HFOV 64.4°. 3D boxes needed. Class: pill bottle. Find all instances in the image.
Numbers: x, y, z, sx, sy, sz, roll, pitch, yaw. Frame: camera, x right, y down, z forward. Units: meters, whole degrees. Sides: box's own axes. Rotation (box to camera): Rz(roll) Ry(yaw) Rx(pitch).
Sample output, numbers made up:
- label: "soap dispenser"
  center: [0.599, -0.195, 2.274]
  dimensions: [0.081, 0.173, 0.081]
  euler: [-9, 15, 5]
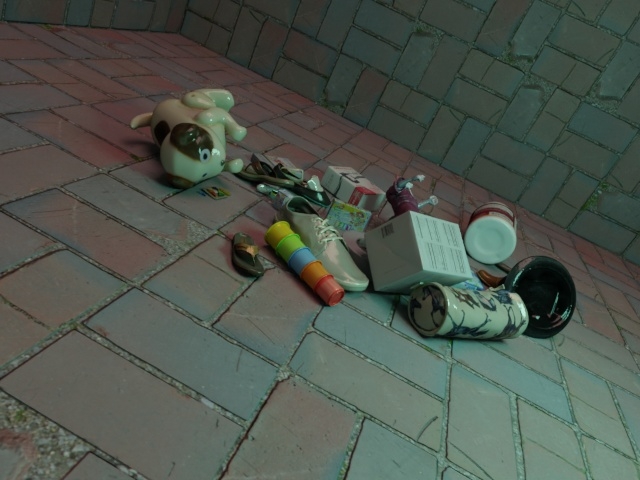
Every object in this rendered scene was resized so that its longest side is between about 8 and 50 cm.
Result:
- label: "pill bottle"
  center: [0.809, -0.052, 2.405]
  dimensions: [0.224, 0.223, 0.392]
  euler: [31, 25, 10]

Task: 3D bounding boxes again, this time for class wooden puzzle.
- label: "wooden puzzle"
  center: [-0.368, -0.168, 1.775]
  dimensions: [0.079, 0.014, 0.116]
  euler: [31, 26, 11]

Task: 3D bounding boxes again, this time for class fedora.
- label: "fedora"
  center: [0.784, 0.205, 1.905]
  dimensions: [0.334, 0.333, 0.152]
  euler: [16, -4, -20]

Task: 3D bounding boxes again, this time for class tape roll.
- label: "tape roll"
  center: [0.161, 0.052, 1.772]
  dimensions: [0.219, 0.072, 0.219]
  euler: [21, 24, -10]

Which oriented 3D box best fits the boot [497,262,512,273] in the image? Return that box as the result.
- label: "boot"
  center: [0.841, 0.134, 2.290]
  dimensions: [0.114, 0.037, 0.106]
  euler: [40, 15, 22]

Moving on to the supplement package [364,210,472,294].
- label: "supplement package"
  center: [0.313, 0.050, 1.637]
  dimensions: [0.263, 0.199, 0.197]
  euler: [11, 61, -41]

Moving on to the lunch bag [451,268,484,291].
- label: "lunch bag"
  center: [0.484, 0.137, 1.895]
  dimensions: [0.219, 0.090, 0.176]
  euler: [21, 22, -13]

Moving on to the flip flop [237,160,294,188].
- label: "flip flop"
  center: [-0.219, -0.265, 1.975]
  dimensions: [0.277, 0.080, 0.112]
  euler: [19, 13, 29]

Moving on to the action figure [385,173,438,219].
- label: "action figure"
  center: [0.340, -0.118, 2.040]
  dimensions: [0.248, 0.276, 0.370]
  euler: [45, 19, -42]

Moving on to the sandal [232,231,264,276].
- label: "sandal"
  center: [-0.209, 0.028, 1.483]
  dimensions: [0.090, 0.060, 0.219]
  euler: [15, 27, -22]

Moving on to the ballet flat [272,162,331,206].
- label: "ballet flat"
  center: [-0.072, -0.234, 2.082]
  dimensions: [0.281, 0.096, 0.095]
  euler: [24, 24, -4]

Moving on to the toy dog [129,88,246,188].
- label: "toy dog"
  center: [-0.447, -0.357, 1.764]
  dimensions: [0.396, 0.284, 0.407]
  euler: [13, 30, -25]

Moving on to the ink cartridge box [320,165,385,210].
- label: "ink cartridge box"
  center: [0.143, -0.234, 2.279]
  dimensions: [0.237, 0.100, 0.172]
  euler: [41, 28, 30]

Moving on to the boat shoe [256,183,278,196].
- label: "boat shoe"
  center: [-0.198, -0.188, 1.951]
  dimensions: [0.100, 0.035, 0.035]
  euler: [17, 23, -33]

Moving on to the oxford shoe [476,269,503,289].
- label: "oxford shoe"
  center: [0.741, 0.173, 2.079]
  dimensions: [0.212, 0.076, 0.076]
  euler: [34, 28, 22]

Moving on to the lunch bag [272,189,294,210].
- label: "lunch bag"
  center: [-0.128, -0.139, 1.873]
  dimensions: [0.083, 0.071, 0.053]
  euler: [38, 26, 23]

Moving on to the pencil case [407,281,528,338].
- label: "pencil case"
  center: [0.469, 0.221, 1.621]
  dimensions: [0.411, 0.159, 0.183]
  euler: [9, 45, -32]

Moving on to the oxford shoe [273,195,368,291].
- label: "oxford shoe"
  center: [0.000, 0.000, 1.659]
  dimensions: [0.169, 0.130, 0.449]
  euler: [2, 35, -45]

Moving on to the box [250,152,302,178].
- label: "box"
  center: [-0.190, -0.319, 2.210]
  dimensions: [0.186, 0.038, 0.145]
  euler: [4, 33, -41]

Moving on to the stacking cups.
- label: "stacking cups"
  center: [-0.044, 0.073, 1.533]
  dimensions: [0.096, 0.096, 0.316]
  euler: [-5, 43, -48]

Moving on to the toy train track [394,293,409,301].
- label: "toy train track"
  center: [0.274, 0.180, 1.695]
  dimensions: [0.083, 0.014, 0.048]
  euler: [41, 29, 29]

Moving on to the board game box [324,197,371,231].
- label: "board game box"
  center: [0.104, -0.090, 1.957]
  dimensions: [0.154, 0.103, 0.026]
  euler: [19, 26, -13]

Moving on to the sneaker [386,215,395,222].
- label: "sneaker"
  center: [0.413, -0.019, 2.117]
  dimensions: [0.283, 0.099, 0.153]
  euler: [14, 25, -29]
